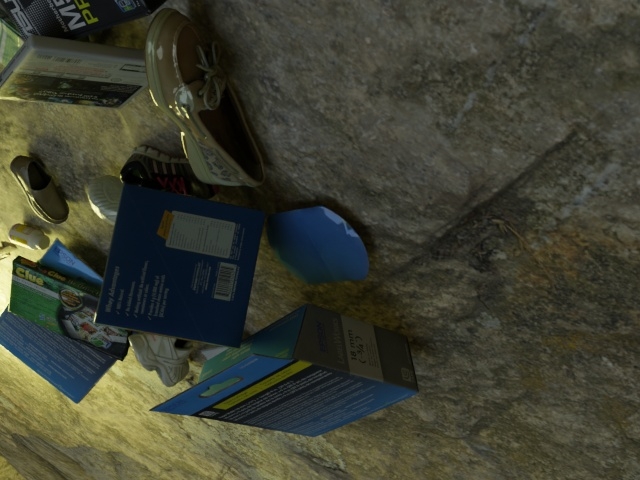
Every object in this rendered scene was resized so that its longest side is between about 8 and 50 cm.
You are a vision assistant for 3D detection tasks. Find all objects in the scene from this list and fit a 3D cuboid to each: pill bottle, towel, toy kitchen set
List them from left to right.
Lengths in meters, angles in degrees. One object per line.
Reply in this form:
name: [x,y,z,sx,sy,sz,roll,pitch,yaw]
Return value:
toy kitchen set: [-0.711,-0.006,1.828,0.068,0.075,0.083,-23,162,12]
towel: [-0.489,-0.304,1.282,0.152,0.023,0.113,38,145,-3]
pill bottle: [-0.595,-0.006,1.710,0.083,0.043,0.043,17,142,26]

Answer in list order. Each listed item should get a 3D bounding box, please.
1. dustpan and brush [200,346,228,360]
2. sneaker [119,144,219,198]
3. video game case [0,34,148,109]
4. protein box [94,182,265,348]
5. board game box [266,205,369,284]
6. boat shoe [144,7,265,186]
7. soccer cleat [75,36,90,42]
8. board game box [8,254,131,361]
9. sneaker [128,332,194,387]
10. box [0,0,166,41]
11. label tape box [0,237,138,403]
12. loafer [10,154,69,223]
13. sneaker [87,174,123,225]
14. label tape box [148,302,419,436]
dustpan and brush: [-0.123,0.270,1.640,0.147,0.060,0.211,-19,112,51]
sneaker: [-0.236,-0.090,1.277,0.170,0.075,0.063,20,143,21]
video game case: [-0.325,-0.223,1.128,0.173,0.190,0.022,-21,74,50]
protein box: [-0.201,0.040,1.205,0.201,0.200,0.136,11,175,-9]
board game box: [0.000,0.000,1.225,0.168,0.033,0.133,-8,122,39]
boat shoe: [-0.141,-0.178,1.081,0.089,0.105,0.285,13,150,22]
soccer cleat: [-0.360,-0.283,1.175,0.072,0.060,0.179,38,140,14]
board game box: [-0.491,0.134,1.645,0.259,0.030,0.136,23,126,5]
sneaker: [-0.294,0.227,1.695,0.090,0.115,0.232,60,178,21]
box: [-0.329,-0.374,0.987,0.216,0.060,0.270,-6,125,31]
label tape box: [-0.508,0.155,1.747,0.249,0.115,0.348,40,122,-7]
loafer: [-0.509,-0.090,1.525,0.050,0.056,0.148,3,135,47]
sneaker: [-0.274,-0.035,1.383,0.237,0.085,0.086,28,171,7]
label tape box: [-0.053,0.195,1.250,0.333,0.106,0.240,22,139,-41]
